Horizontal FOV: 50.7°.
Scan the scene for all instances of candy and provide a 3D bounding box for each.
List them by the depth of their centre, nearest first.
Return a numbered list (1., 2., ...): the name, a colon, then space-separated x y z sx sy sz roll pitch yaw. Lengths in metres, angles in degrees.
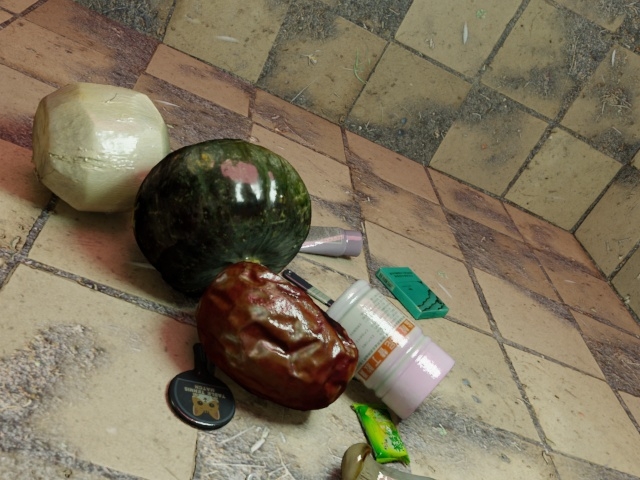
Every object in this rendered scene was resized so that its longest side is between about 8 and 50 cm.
1. candy: 0.145 0.456 1.610 0.102 0.032 0.178 15 29 -27

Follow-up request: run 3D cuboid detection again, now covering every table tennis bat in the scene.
1. table tennis bat: -0.258 0.313 1.466 0.150 0.027 0.236 18 30 -23

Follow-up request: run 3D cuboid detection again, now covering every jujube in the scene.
1. jujube: -0.102 0.216 1.525 0.377 0.276 0.276 30 26 -4

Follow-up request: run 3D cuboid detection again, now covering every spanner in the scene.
1. spanner: 0.018 0.179 1.998 0.316 0.024 0.087 33 31 7

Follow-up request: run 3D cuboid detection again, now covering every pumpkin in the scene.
1. pumpkin: -0.245 -0.062 1.696 0.455 0.454 0.343 5 51 -41

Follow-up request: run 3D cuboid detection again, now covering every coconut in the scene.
1. coconut: -0.563 -0.235 1.790 0.361 0.346 0.346 2 37 -34

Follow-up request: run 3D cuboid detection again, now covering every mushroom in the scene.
1. mushroom: 0.184 0.542 1.430 0.329 0.122 0.159 30 -11 -2

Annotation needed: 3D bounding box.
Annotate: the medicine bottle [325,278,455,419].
1. medicine bottle: 0.156 0.268 1.689 0.316 0.202 0.202 41 27 12

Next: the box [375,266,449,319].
1. box: 0.310 0.174 2.283 0.161 0.042 0.226 0 39 -45

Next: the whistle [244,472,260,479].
1. whistle: -0.122 0.548 1.072 0.189 0.189 0.347 18 50 -24

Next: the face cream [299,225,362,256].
1. face cream: 0.000 0.000 2.244 0.274 0.096 0.154 6 35 -17
